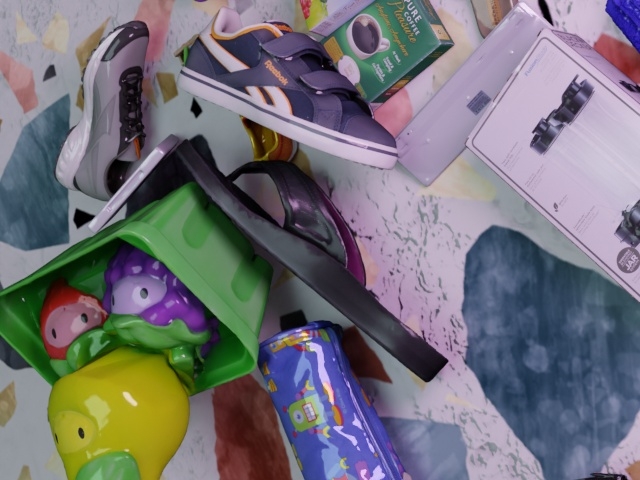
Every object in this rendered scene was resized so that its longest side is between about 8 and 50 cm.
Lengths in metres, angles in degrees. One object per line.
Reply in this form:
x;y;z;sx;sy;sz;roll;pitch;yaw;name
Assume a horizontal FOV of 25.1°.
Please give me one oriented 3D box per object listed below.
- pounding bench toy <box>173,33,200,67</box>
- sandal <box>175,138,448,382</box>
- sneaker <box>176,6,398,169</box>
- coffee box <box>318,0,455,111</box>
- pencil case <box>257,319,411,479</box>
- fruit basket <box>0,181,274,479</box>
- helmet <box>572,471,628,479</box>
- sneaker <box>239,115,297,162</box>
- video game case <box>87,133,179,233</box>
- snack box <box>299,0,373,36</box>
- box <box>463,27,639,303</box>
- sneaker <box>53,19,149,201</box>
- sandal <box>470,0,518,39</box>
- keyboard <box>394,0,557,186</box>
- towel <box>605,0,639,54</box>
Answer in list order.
-0.165;-0.242;1.925;0.052;0.083;0.065;-33;75;33;pounding bench toy
0.002;0.001;1.799;0.445;0.167;0.107;40;90;19;sandal
-0.032;-0.192;1.757;0.321;0.126;0.127;26;99;26;sneaker
0.069;-0.234;1.782;0.184;0.040;0.113;-39;70;32;coffee box
0.026;0.245;1.795;0.133;0.119;0.306;-33;74;33;pencil case
-0.261;0.149;1.827;0.392;0.392;0.283;-29;111;34;fruit basket
0.291;0.351;1.586;0.161;0.169;0.169;-30;75;17;helmet
-0.077;-0.183;1.876;0.064;0.067;0.175;-24;77;36;sneaker
-0.251;-0.079;1.940;0.019;0.157;0.143;41;99;-6;video game case
0.032;-0.330;1.766;0.141;0.037;0.100;-31;64;35;snack box
0.318;-0.083;1.583;0.290;0.087;0.169;44;116;25;box
-0.281;-0.179;2.016;0.108;0.100;0.272;28;114;20;sneaker
0.186;-0.316;1.686;0.072;0.049;0.180;-19;82;36;sandal
0.181;-0.171;1.709;0.072;0.014;0.256;40;119;-5;keyboard
0.456;-0.209;1.470;0.227;0.076;0.308;-43;69;24;towel
